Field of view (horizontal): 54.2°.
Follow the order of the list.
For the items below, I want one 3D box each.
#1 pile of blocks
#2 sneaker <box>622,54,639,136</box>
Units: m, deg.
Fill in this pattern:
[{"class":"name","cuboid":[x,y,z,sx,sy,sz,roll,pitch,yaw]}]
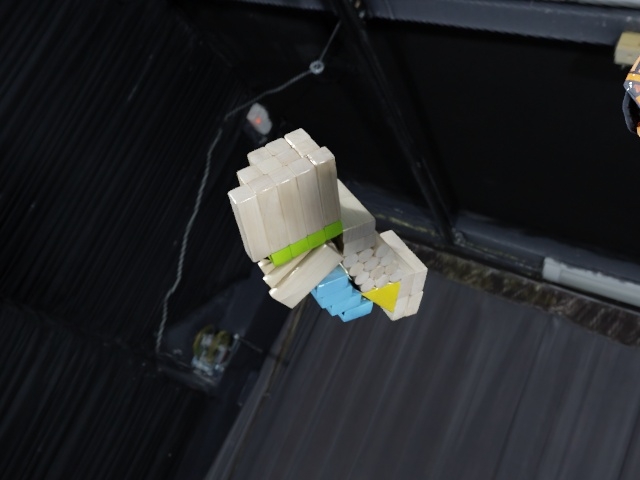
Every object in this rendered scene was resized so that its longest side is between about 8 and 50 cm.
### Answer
[{"class":"pile of blocks","cuboid":[0.000,0.000,0.738,0.362,0.149,0.112,43,7,-49]},{"class":"sneaker","cuboid":[0.782,-0.273,1.362,0.321,0.180,0.124,34,6,-9]}]
